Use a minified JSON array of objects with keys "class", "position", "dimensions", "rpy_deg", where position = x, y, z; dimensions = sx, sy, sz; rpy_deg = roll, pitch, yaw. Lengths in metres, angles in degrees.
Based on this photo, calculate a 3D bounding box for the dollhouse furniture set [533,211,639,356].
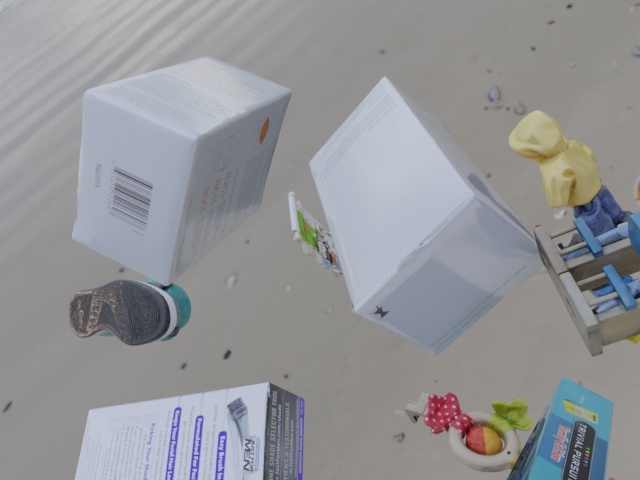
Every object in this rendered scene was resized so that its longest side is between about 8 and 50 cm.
[{"class":"dollhouse furniture set","position":[0.272,-0.010,0.513],"dimensions":[0.130,0.183,0.128],"rpy_deg":[-23,47,13]}]

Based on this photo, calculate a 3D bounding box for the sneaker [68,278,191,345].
[{"class":"sneaker","position":[-0.291,0.124,0.999],"dimensions":[0.296,0.179,0.123],"rpy_deg":[-5,88,42]}]

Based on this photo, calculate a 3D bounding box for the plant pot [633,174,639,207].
[{"class":"plant pot","position":[0.964,-0.132,1.541],"dimensions":[0.188,0.205,0.205],"rpy_deg":[0,32,-28]}]

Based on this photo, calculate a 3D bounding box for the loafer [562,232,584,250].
[{"class":"loafer","position":[0.729,0.002,1.604],"dimensions":[0.062,0.170,0.061],"rpy_deg":[-1,46,-18]}]

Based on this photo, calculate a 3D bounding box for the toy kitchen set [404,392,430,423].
[{"class":"toy kitchen set","position":[0.311,0.506,1.707],"dimensions":[0.083,0.075,0.068],"rpy_deg":[5,46,39]}]

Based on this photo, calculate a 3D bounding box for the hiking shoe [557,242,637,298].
[{"class":"hiking shoe","position":[0.866,0.113,1.758],"dimensions":[0.113,0.132,0.304],"rpy_deg":[-49,43,-11]}]

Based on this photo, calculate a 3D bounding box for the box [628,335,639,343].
[{"class":"box","position":[0.634,0.100,1.100],"dimensions":[0.043,0.179,0.105],"rpy_deg":[27,30,20]}]

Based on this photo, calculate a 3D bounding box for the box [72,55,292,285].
[{"class":"box","position":[-0.110,-0.067,0.479],"dimensions":[0.091,0.130,0.170],"rpy_deg":[24,31,9]}]

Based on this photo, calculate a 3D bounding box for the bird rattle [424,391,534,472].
[{"class":"bird rattle","position":[0.379,0.456,1.367],"dimensions":[0.254,0.142,0.207],"rpy_deg":[8,28,2]}]

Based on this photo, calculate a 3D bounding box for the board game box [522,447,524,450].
[{"class":"board game box","position":[0.649,0.615,1.472],"dimensions":[0.030,0.136,0.260],"rpy_deg":[-49,10,-17]}]

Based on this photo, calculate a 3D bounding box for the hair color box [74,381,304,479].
[{"class":"hair color box","position":[-0.193,0.325,0.820],"dimensions":[0.339,0.110,0.185],"rpy_deg":[-15,57,25]}]

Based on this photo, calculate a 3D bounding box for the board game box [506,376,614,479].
[{"class":"board game box","position":[0.264,0.354,0.710],"dimensions":[0.079,0.253,0.336],"rpy_deg":[27,23,23]}]

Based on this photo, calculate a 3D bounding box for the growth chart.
[{"class":"growth chart","position":[0.000,0.000,1.221],"dimensions":[0.021,0.237,0.171],"rpy_deg":[-30,49,17]}]

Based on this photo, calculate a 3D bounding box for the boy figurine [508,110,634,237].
[{"class":"boy figurine","position":[0.455,-0.109,1.049],"dimensions":[0.177,0.285,0.092],"rpy_deg":[-51,12,-31]}]

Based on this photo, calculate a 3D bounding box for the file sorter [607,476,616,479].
[{"class":"file sorter","position":[0.643,0.512,1.009],"dimensions":[0.291,0.182,0.202],"rpy_deg":[-37,14,26]}]

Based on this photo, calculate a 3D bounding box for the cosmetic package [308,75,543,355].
[{"class":"cosmetic package","position":[0.119,-0.053,0.784],"dimensions":[0.197,0.155,0.365],"rpy_deg":[-46,32,22]}]
